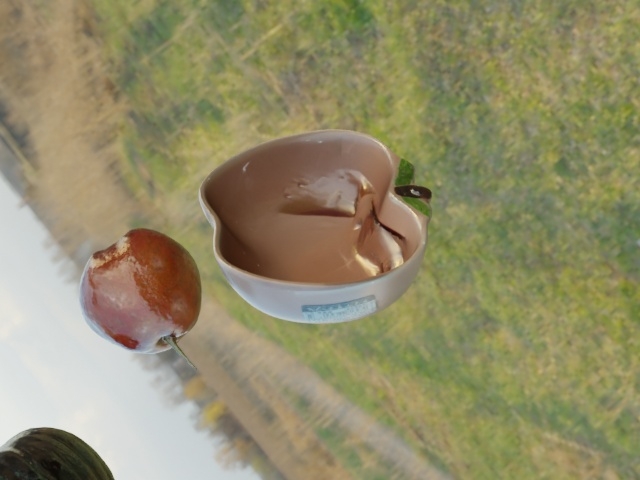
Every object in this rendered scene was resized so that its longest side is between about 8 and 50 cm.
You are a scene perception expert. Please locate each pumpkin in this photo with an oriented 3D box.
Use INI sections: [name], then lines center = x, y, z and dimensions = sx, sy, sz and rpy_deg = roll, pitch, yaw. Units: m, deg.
[pumpkin]
center = -0.345, 0.281, 1.113
dimensions = 0.248, 0.248, 0.248
rpy_deg = 49, 169, 13

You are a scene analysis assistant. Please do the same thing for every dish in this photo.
[dish]
center = 0.000, 0.000, 0.940
dimensions = 0.213, 0.213, 0.090
rpy_deg = 43, 149, 38

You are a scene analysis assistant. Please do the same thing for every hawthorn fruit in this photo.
[hawthorn fruit]
center = -0.175, 0.056, 1.037
dimensions = 0.125, 0.125, 0.140
rpy_deg = 69, -162, -59
